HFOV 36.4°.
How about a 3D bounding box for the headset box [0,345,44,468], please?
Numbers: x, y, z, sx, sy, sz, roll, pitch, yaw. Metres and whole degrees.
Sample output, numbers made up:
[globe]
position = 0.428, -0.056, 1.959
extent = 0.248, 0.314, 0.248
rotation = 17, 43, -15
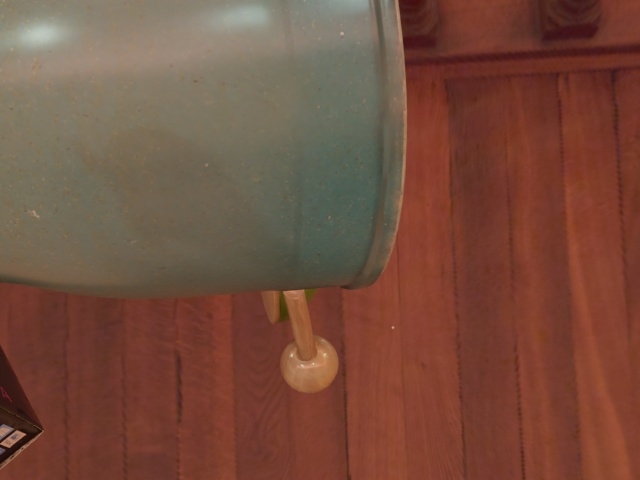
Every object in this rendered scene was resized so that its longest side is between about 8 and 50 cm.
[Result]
[headset box]
position = -0.364, 0.038, 0.693
extent = 0.131, 0.246, 0.283
rotation = -39, 56, -1

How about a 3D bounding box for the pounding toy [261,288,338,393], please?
[pounding toy]
position = 0.000, 0.000, 0.887
extent = 0.110, 0.183, 0.236
rotation = -9, 52, -9

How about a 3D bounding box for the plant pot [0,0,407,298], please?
[plant pot]
position = -0.119, -0.088, 0.522
extent = 0.255, 0.271, 0.271
rotation = -9, 84, -12
